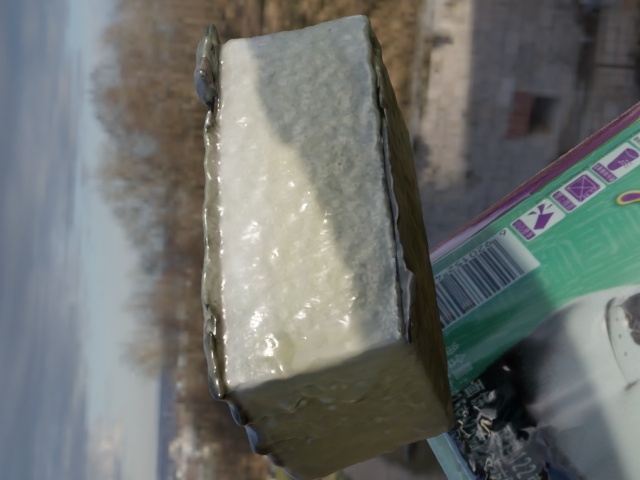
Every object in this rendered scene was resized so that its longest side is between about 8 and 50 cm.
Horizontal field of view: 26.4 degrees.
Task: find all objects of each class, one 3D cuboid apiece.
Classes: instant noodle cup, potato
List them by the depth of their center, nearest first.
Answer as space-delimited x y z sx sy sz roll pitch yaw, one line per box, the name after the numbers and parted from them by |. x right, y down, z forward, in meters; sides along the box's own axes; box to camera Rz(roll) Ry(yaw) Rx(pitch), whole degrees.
0.000 -0.002 0.398 0.086 0.061 0.122 65 -163 -59 | potato
0.142 0.062 0.570 0.251 0.190 0.251 61 178 3 | instant noodle cup
